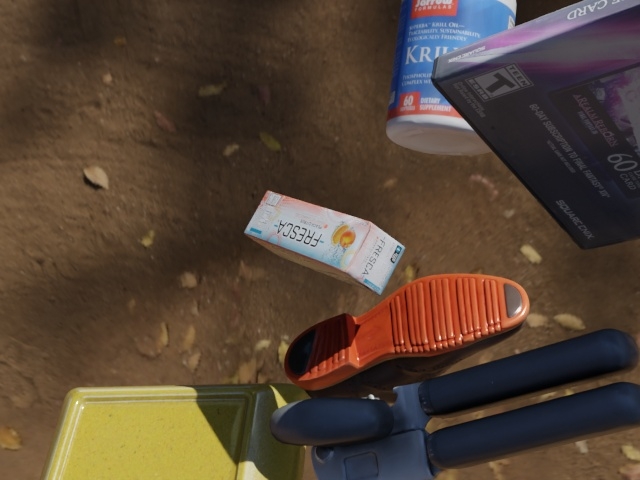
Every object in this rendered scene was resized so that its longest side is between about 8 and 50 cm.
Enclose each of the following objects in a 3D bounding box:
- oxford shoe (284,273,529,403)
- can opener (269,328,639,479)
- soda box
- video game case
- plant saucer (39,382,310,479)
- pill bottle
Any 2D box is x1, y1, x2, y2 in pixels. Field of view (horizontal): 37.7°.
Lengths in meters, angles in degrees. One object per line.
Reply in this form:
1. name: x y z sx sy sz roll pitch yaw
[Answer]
1. oxford shoe: 0.099 0.111 0.991 0.271 0.098 0.097 -18 41 25
2. can opener: 0.093 0.130 0.674 0.280 0.093 0.074 -20 67 30
3. soda box: 0.000 0.000 0.991 0.063 0.183 0.058 34 81 -39
4. video game case: 0.228 -0.077 0.513 0.196 0.274 0.026 39 51 -37
5. plant saucer: -0.192 0.291 1.080 0.332 0.081 0.333 -4 47 10
6. pill bottle: 0.142 -0.211 0.996 0.124 0.124 0.222 7 82 -1
